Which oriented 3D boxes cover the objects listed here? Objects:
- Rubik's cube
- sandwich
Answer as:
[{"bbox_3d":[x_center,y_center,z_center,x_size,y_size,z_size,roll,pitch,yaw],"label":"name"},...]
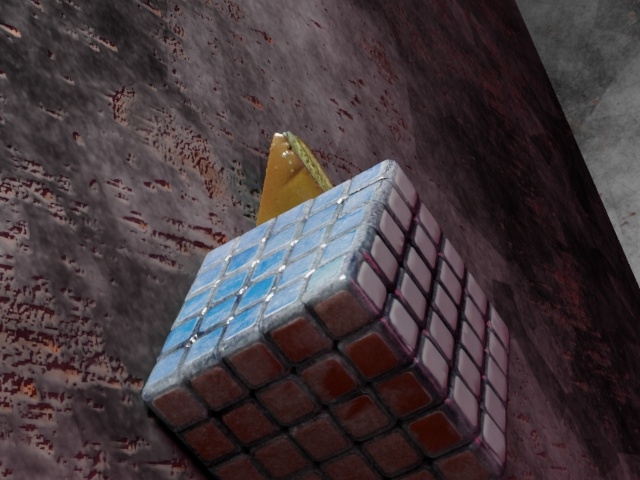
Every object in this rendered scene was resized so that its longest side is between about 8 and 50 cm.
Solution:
[{"bbox_3d":[0.019,0.105,0.987,0.238,0.237,0.237,53,27,-20],"label":"Rubik's cube"},{"bbox_3d":[0.000,0.000,1.234,0.258,0.096,0.094,60,18,0],"label":"sandwich"}]
